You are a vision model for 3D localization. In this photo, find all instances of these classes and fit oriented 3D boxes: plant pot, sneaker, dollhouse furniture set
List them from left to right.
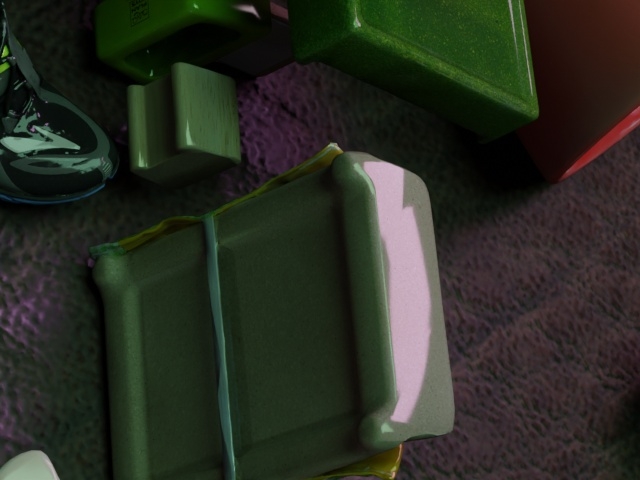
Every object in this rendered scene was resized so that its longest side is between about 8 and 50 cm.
[{"bbox_3d":[-0.178,-0.087,0.987,0.188,0.078,0.067,42,52,-15],"label":"sneaker"},{"bbox_3d":[0.000,0.000,1.024,0.151,0.197,0.301,18,59,-46],"label":"dollhouse furniture set"},{"bbox_3d":[0.173,-0.212,1.218,0.243,0.275,0.275,50,47,6],"label":"plant pot"}]

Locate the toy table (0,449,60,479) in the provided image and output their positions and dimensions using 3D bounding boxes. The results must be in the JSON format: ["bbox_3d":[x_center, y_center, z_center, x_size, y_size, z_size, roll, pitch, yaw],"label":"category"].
[{"bbox_3d":[-0.127,0.235,0.793,0.161,0.252,0.274,-24,96,-25],"label":"toy table"}]
